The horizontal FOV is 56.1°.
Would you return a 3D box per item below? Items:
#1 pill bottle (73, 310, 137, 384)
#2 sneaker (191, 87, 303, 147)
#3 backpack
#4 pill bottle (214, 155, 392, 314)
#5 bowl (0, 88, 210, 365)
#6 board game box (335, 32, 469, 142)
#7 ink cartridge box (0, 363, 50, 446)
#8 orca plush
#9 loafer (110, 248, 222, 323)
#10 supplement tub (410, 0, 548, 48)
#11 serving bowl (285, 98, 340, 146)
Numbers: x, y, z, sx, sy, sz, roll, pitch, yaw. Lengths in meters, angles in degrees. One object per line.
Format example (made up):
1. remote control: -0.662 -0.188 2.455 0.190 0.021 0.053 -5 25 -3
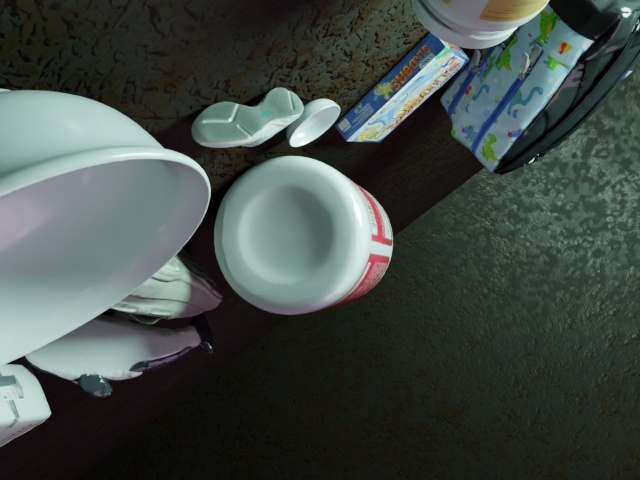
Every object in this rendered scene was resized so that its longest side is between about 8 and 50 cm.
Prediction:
1. pill bottle: -0.380 0.185 1.048 0.137 0.078 0.078 -39 169 15
2. sneaker: -0.085 -0.127 0.683 0.152 0.053 0.061 -27 169 -43
3. backpack: 0.375 -0.278 1.027 0.290 0.273 0.355 -29 146 -41
4. pill bottle: 0.000 0.000 1.026 0.229 0.229 0.408 -38 169 10
5. bowl: -0.243 -0.016 0.446 0.298 0.134 0.298 -35 170 -7
6. board game box: 0.129 -0.232 0.940 0.201 0.035 0.136 -41 168 27
7. ink cartridge box: -0.474 0.230 0.759 0.159 0.092 0.218 -29 166 -4
8. orca plush: -0.326 0.159 0.963 0.287 0.151 0.102 -16 178 -35
9. loafer: -0.241 0.067 0.894 0.111 0.112 0.319 -41 160 0
10. supplement tub: 0.165 -0.282 0.534 0.144 0.144 0.199 -32 169 -18
11. serving bowl: -0.015 -0.163 0.809 0.083 0.027 0.083 -35 170 -7
